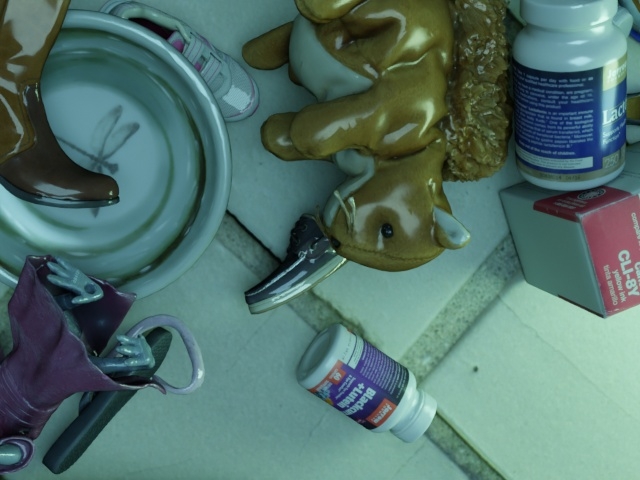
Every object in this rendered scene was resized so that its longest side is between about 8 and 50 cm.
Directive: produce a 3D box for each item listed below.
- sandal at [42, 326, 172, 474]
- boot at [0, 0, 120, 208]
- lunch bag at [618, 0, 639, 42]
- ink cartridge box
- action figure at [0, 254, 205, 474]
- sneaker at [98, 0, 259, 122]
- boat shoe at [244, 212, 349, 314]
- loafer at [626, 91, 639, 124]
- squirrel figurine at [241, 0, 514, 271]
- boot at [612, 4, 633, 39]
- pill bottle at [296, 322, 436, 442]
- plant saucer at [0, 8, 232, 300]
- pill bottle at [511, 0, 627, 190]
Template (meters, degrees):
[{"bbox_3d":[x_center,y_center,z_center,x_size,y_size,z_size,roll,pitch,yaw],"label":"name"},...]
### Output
[{"bbox_3d":[-0.307,0.216,1.671,0.054,0.097,0.254,41,86,12],"label":"sandal"},{"bbox_3d":[-0.347,-0.195,1.487,0.264,0.096,0.280,19,99,3],"label":"boot"},{"bbox_3d":[0.514,-0.460,1.699,0.385,0.239,0.327,29,92,-22],"label":"lunch bag"},{"bbox_3d":[0.499,-0.049,1.721,0.385,0.279,0.160,-21,102,-10],"label":"ink cartridge box"},{"bbox_3d":[-0.382,0.180,1.595,0.276,0.248,0.370,12,133,-43],"label":"action figure"},{"bbox_3d":[-0.193,-0.240,1.623,0.252,0.111,0.103,29,90,-15],"label":"sneaker"},{"bbox_3d":[0.000,0.000,1.709,0.285,0.103,0.092,-35,98,-10],"label":"boat shoe"},{"bbox_3d":[0.503,-0.201,1.815,0.170,0.061,0.062,-10,98,-12],"label":"loafer"},{"bbox_3d":[0.125,-0.156,1.594,0.397,0.281,0.370,-16,86,-28],"label":"squirrel figurine"},{"bbox_3d":[0.359,-0.255,1.746,0.095,0.123,0.258,-31,148,-39],"label":"boot"},{"bbox_3d":[0.071,0.214,1.745,0.193,0.108,0.108,34,89,-14],"label":"pill bottle"},{"bbox_3d":[-0.314,-0.111,1.590,0.401,0.100,0.400,0,107,0],"label":"plant saucer"},{"bbox_3d":[0.336,-0.213,1.608,0.153,0.153,0.264,-15,121,-11],"label":"pill bottle"}]
